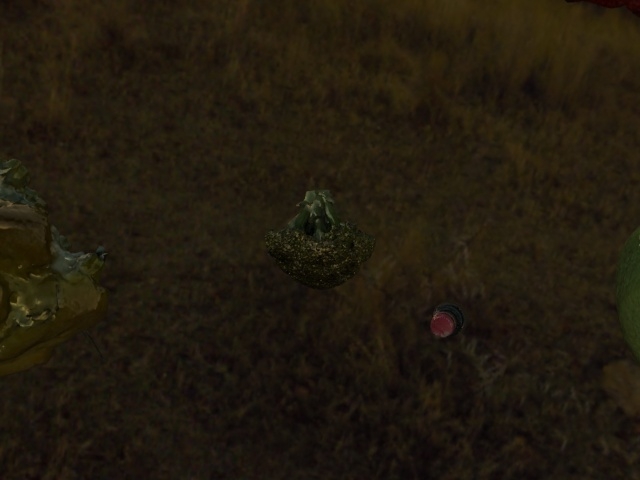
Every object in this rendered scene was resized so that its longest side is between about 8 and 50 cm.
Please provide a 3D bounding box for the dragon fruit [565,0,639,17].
[{"bbox_3d":[0.157,-0.144,0.453,0.131,0.063,0.097,57,13,25],"label":"dragon fruit"}]

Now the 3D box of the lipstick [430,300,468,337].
[{"bbox_3d":[0.179,0.113,1.229,0.054,0.053,0.234,18,1,9],"label":"lipstick"}]

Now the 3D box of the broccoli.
[{"bbox_3d":[0.000,0.000,1.070,0.131,0.120,0.130,-6,-3,17],"label":"broccoli"}]

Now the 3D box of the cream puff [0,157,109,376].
[{"bbox_3d":[-0.286,0.007,0.663,0.195,0.194,0.221,-8,34,-42],"label":"cream puff"}]

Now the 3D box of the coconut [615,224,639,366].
[{"bbox_3d":[0.533,0.055,1.100,0.329,0.281,0.328,3,65,-7],"label":"coconut"}]

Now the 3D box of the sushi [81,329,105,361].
[{"bbox_3d":[-0.441,0.020,1.438,0.059,0.294,0.292,-35,56,-21],"label":"sushi"}]
